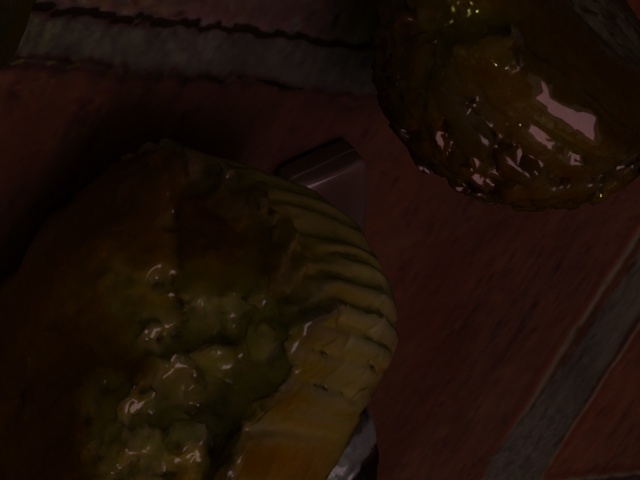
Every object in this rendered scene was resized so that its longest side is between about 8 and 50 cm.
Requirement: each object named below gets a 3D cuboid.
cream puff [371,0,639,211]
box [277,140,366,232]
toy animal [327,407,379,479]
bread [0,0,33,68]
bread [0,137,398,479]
[{"bbox_3d":[0.089,-0.080,0.968,0.115,0.150,0.165,-39,112,24],"label":"cream puff"},{"bbox_3d":[0.000,0.000,1.062,0.048,0.025,0.115,-26,142,-25],"label":"box"},{"bbox_3d":[-0.020,0.103,1.093,0.098,0.098,0.137,-44,146,2],"label":"toy animal"},{"bbox_3d":[-0.198,-0.074,0.730,0.233,0.088,0.161,-36,141,-14],"label":"bread"},{"bbox_3d":[-0.083,0.079,0.931,0.133,0.179,0.250,23,111,-49],"label":"bread"}]
